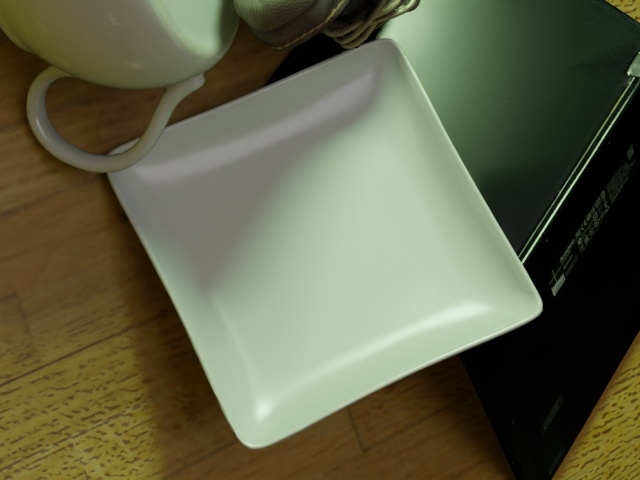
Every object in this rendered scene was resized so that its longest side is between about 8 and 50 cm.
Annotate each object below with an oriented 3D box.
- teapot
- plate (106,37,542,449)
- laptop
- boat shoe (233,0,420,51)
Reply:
[{"bbox_3d":[-0.182,-0.221,1.197,0.252,0.187,0.256,52,35,-54],"label":"teapot"},{"bbox_3d":[0.000,0.000,1.294,0.278,0.045,0.277,-24,76,-15],"label":"plate"},{"bbox_3d":[0.154,-0.043,1.483,0.382,0.236,0.408,-54,141,-24],"label":"laptop"},{"bbox_3d":[0.032,-0.232,1.282,0.130,0.132,0.355,56,30,-19],"label":"boat shoe"}]
